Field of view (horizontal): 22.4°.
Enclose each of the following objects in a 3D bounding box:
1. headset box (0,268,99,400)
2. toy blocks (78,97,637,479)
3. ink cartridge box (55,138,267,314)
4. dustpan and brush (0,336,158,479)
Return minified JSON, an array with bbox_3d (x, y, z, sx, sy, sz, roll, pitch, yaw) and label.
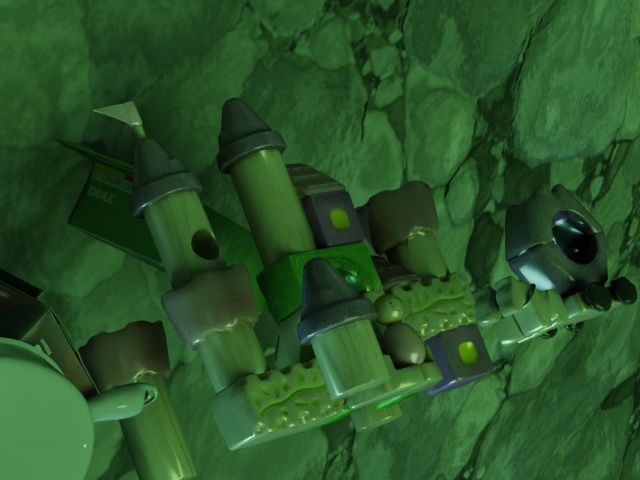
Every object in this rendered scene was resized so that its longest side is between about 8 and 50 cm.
[{"bbox_3d":[-0.306,0.116,1.054,0.293,0.218,0.110,-49,142,-26],"label":"headset box"},{"bbox_3d":[0.000,0.000,1.192,0.289,0.309,0.260,-9,74,-43],"label":"toy blocks"},{"bbox_3d":[-0.129,-0.009,1.322,0.209,0.109,0.062,31,82,-56],"label":"ink cartridge box"},{"bbox_3d":[-0.171,0.120,1.006,0.211,0.060,0.147,-8,110,-43],"label":"dustpan and brush"}]
